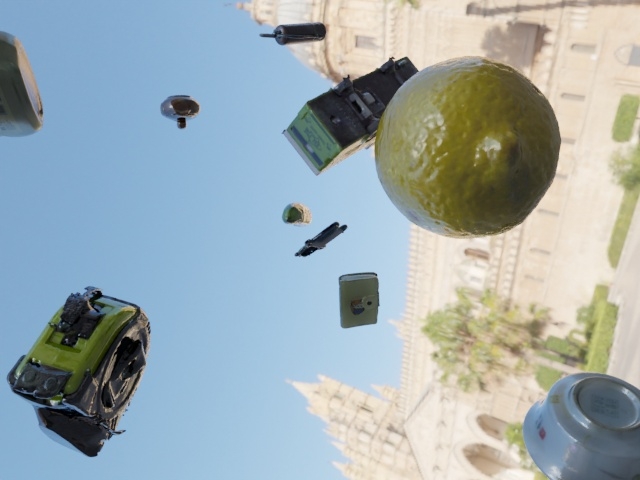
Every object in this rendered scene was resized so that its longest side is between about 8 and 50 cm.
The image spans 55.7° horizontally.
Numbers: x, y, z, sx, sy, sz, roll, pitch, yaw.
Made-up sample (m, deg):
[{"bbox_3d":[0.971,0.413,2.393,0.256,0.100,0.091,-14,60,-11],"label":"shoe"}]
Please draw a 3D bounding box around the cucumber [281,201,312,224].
[{"bbox_3d":[-0.052,-0.059,1.395,0.250,0.056,0.056,1,-74,-84],"label":"cucumber"}]

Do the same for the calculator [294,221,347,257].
[{"bbox_3d":[0.000,0.000,1.471,0.141,0.019,0.094,-37,-21,17],"label":"calculator"}]

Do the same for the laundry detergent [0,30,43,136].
[{"bbox_3d":[-0.534,-0.203,0.838,0.181,0.253,0.091,100,158,-56],"label":"laundry detergent"}]

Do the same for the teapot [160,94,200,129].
[{"bbox_3d":[-0.347,-0.316,1.504,0.129,0.098,0.078,-170,77,-73],"label":"teapot"}]

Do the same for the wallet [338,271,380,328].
[{"bbox_3d":[0.103,0.158,1.619,0.039,0.110,0.155,-107,13,-60],"label":"wallet"}]

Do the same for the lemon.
[{"bbox_3d":[0.180,-0.114,0.763,0.253,0.229,0.228,-75,-9,-66],"label":"lemon"}]

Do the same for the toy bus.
[{"bbox_3d":[0.067,-0.211,1.020,0.302,0.113,0.139,-35,-4,-44],"label":"toy bus"}]

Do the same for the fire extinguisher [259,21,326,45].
[{"bbox_3d":[-0.048,-0.447,1.309,0.157,0.078,0.045,-23,-58,-44],"label":"fire extinguisher"}]

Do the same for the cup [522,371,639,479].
[{"bbox_3d":[0.691,0.453,1.487,0.347,0.347,0.163,-44,-36,-45],"label":"cup"}]

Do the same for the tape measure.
[{"bbox_3d":[-0.292,0.157,0.781,0.199,0.112,0.186,97,-172,-50],"label":"tape measure"}]
